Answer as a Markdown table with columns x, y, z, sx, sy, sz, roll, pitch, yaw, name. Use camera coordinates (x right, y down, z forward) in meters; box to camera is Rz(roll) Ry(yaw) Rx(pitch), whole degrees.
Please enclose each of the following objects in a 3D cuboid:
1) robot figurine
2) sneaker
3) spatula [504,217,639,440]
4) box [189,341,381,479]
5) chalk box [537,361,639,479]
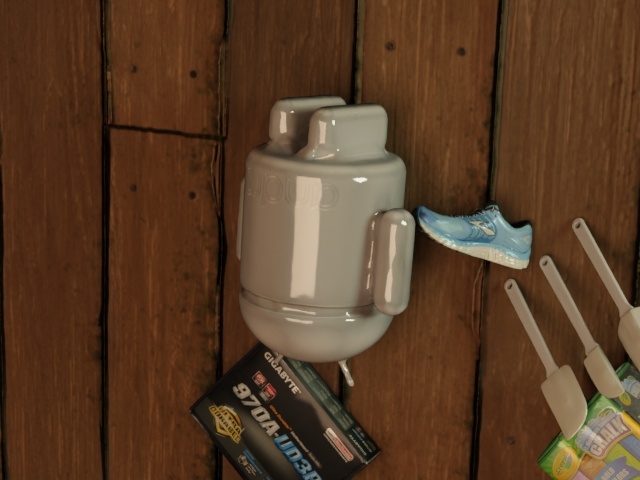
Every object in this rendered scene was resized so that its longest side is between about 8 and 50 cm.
| x | y | z | sx | sy | sz | roll | pitch | yaw | name |
| --- | --- | --- | --- | --- | --- | --- | --- | --- | --- |
| 0.000 | 0.000 | 1.765 | 0.300 | 0.199 | 0.354 | 18 | 110 | 48 | robot figurine |
| 0.186 | -0.019 | 1.730 | 0.162 | 0.063 | 0.073 | 16 | 95 | -18 | sneaker |
| 0.308 | 0.095 | 1.666 | 0.168 | 0.019 | 0.242 | -46 | 41 | 26 | spatula |
| -0.051 | 0.260 | 1.929 | 0.175 | 0.051 | 0.220 | -43 | 81 | 27 | box |
| 0.353 | 0.243 | 1.685 | 0.213 | 0.132 | 0.132 | 42 | 115 | 13 | chalk box |
